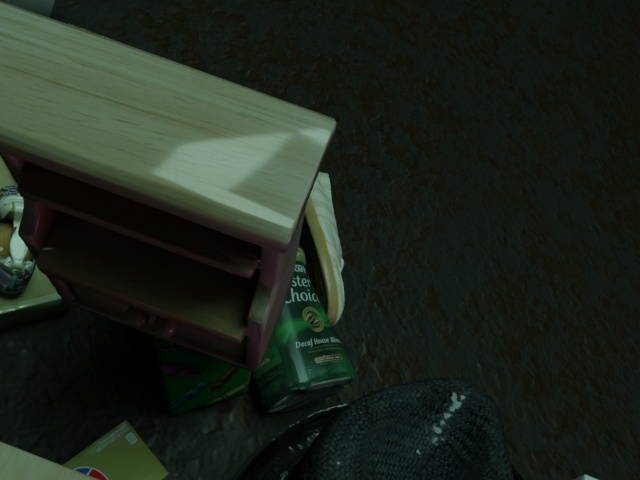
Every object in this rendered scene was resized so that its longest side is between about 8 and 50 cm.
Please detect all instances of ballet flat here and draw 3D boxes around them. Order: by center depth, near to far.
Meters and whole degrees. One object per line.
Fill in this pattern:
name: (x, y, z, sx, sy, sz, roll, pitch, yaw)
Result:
ballet flat: (-0.264, -0.010, 0.650, 0.041, 0.041, 0.114, 8, 53, -29)

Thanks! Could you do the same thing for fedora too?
fedora: (0.069, 0.220, 0.602, 0.334, 0.152, 0.334, 8, 37, -6)

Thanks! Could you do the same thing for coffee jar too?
coffee jar: (-0.042, 0.074, 0.753, 0.096, 0.079, 0.184, -1, 59, -44)

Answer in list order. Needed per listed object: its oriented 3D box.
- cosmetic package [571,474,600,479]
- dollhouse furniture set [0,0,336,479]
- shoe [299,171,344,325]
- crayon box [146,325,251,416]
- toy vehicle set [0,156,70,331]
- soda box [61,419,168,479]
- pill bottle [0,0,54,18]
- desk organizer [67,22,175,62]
cosmetic package: (0.254, 0.361, 0.716, 0.060, 0.099, 0.239, 24, 47, -16)
dollhouse furniture set: (-0.144, 0.132, 0.375, 0.362, 0.256, 0.394, 20, 66, 3)
shoe: (0.000, 0.000, 0.845, 0.058, 0.076, 0.219, 5, 52, -25)
crayon box: (-0.138, -0.002, 0.681, 0.081, 0.165, 0.278, -14, 63, -16)
toy vehicle set: (-0.350, -0.033, 0.666, 0.166, 0.035, 0.267, -14, 65, -40)
soda box: (-0.205, 0.214, 0.550, 0.058, 0.061, 0.181, 49, 45, 7)
pill bottle: (-0.459, -0.319, 0.681, 0.407, 0.229, 0.229, 4, 55, -32)
desk organizer: (-0.237, -0.196, 0.859, 0.130, 0.050, 0.047, 16, 49, -23)
